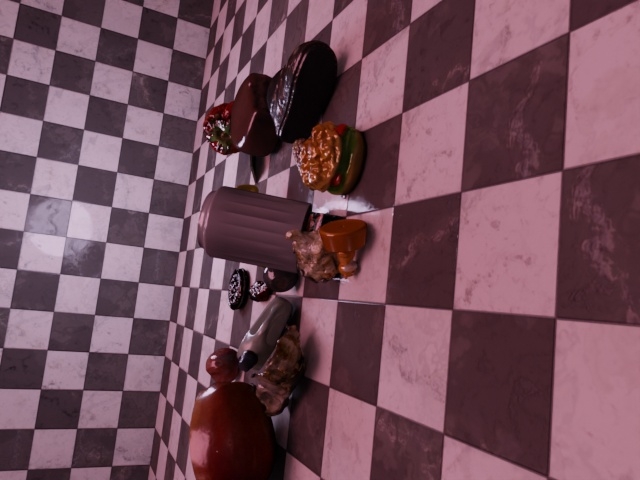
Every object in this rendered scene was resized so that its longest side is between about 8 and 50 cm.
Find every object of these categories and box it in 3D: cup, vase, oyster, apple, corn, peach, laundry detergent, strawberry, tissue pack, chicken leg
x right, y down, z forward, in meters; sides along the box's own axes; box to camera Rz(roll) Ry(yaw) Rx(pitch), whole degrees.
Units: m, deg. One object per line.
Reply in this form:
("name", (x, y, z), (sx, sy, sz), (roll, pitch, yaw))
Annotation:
("cup", (-0.203, -0.039, 1.706), (0.323, 0.327, 0.236), (-2, -78, -84))
("vase", (-0.139, 0.100, 1.819), (0.182, 0.120, 0.120), (-94, 25, -57))
("oyster", (-0.133, 0.427, 1.606), (0.133, 0.198, 0.336), (35, 126, 25))
("apple", (-0.287, 0.647, 1.688), (0.328, 0.295, 0.364), (120, 142, -55))
("corn", (-0.042, -0.262, 1.774), (0.079, 0.080, 0.237), (-60, 34, 36))
("peach", (-0.402, 0.530, 2.198), (0.152, 0.152, 0.152), (-32, 53, 58))
("laundry detergent", (-0.192, 0.321, 1.694), (0.214, 0.105, 0.280), (-63, -6, 24))
("strawberry", (-0.433, -0.564, 2.532), (0.288, 0.250, 0.238), (-80, -20, -56))
("tissue pack", (0.000, 0.001, 1.574), (0.103, 0.091, 0.170), (10, 92, 62))
("oyster", (-0.018, 0.035, 1.481), (0.081, 0.191, 0.163), (-88, 20, -86))
("chicken leg", (-0.222, 0.182, 2.023), (0.253, 0.051, 0.105), (-39, 42, 50))

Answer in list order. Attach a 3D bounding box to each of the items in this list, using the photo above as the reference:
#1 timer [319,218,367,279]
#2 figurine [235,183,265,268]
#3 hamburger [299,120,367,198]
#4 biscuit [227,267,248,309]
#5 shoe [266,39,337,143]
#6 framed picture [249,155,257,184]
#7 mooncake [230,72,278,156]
("timer", (0.071, 0.031, 1.420), (0.132, 0.132, 0.152), (-148, 46, -63))
("figurine", (-0.259, -0.013, 2.013), (0.283, 0.205, 0.338), (-47, 47, 9))
("hamburger", (0.023, -0.251, 1.550), (0.237, 0.149, 0.236), (-170, 90, -66))
("biscuit", (-0.369, 0.216, 2.304), (0.194, 0.053, 0.194), (-32, 53, 58))
("shoe", (-0.074, -0.551, 1.821), (0.383, 0.172, 0.237), (112, 148, -41))
("framed picture", (-0.306, -0.368, 2.353), (0.142, 0.011, 0.183), (84, -179, -61))
("mooncake", (-0.262, -0.536, 2.203), (0.333, 0.174, 0.326), (-67, 30, 22))
